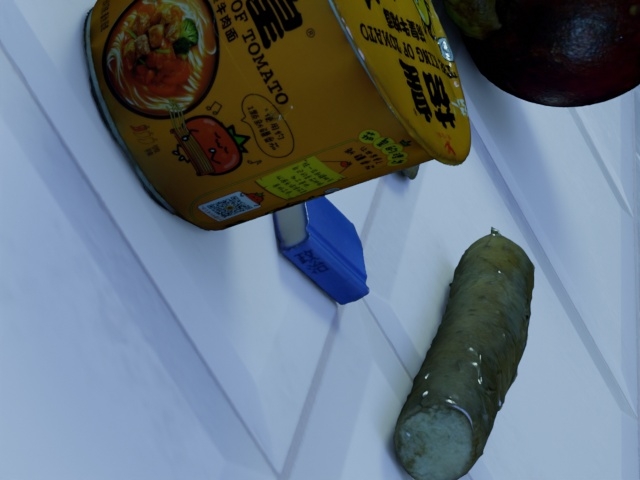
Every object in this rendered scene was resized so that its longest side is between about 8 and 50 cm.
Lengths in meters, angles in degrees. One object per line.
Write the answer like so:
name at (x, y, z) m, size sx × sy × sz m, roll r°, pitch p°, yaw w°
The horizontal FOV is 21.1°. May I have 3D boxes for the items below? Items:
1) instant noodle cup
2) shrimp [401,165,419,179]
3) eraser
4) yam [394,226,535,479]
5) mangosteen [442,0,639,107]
instant noodle cup at (-0.029, -0.112, 1.047) m, size 0.216 × 0.172 × 0.216 m, roll 52°, pitch 24°, yaw -34°
shrimp at (0.066, -0.133, 1.529) m, size 0.101 × 0.042 × 0.190 m, roll 75°, pitch 7°, yaw -45°
eraser at (0.000, 0.000, 1.205) m, size 0.085 × 0.027 × 0.063 m, roll 43°, pitch 27°, yaw -46°
yam at (0.121, 0.085, 1.351) m, size 0.083 × 0.083 × 0.371 m, roll 60°, pitch 21°, yaw -12°
mangosteen at (0.239, -0.294, 1.886) m, size 0.306 × 0.359 × 0.306 m, roll 172°, pitch -90°, yaw -79°
